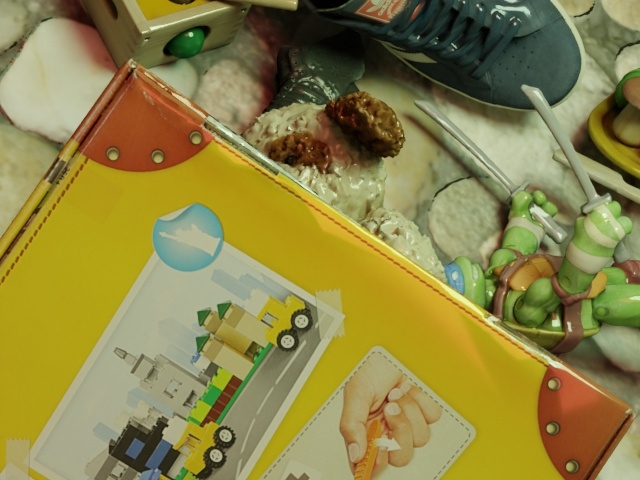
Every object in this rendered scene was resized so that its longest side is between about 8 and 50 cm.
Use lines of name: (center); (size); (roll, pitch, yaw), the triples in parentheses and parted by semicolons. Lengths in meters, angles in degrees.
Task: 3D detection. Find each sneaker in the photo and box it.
sneaker: (0.071, -0.206, 1.480); (0.350, 0.131, 0.148); (30, 22, -7)
sneaker: (-0.021, -0.125, 1.492); (0.170, 0.051, 0.089); (-22, 73, -33)

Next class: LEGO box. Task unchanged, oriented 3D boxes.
LEGO box: (-0.106, 0.204, 1.091); (0.372, 0.193, 0.500); (35, 85, -1)

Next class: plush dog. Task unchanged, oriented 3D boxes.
plush dog: (0.000, 0.000, 1.358); (0.211, 0.262, 0.225); (6, 68, -55)

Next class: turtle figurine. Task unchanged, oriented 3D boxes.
turtle figurine: (0.227, -0.008, 1.438); (0.266, 0.198, 0.274); (12, 64, -20)

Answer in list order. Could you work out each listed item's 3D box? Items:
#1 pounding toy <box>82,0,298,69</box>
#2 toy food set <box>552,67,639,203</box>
pounding toy: (-0.116, -0.212, 1.468); (0.130, 0.100, 0.141); (-21, 73, -28)
toy food set: (0.311, -0.110, 1.552); (0.128, 0.071, 0.218); (33, 38, 16)
